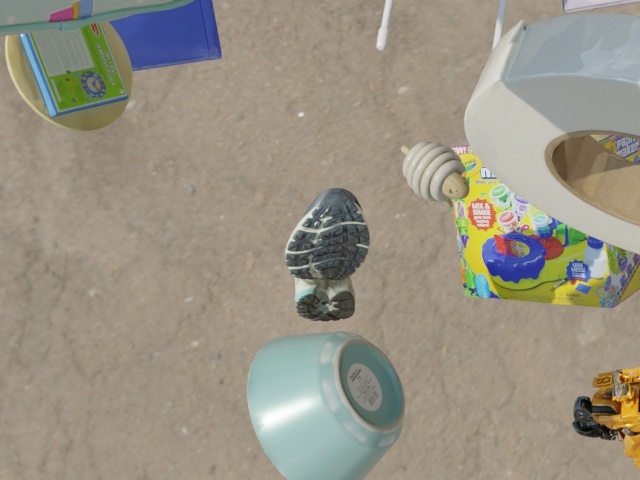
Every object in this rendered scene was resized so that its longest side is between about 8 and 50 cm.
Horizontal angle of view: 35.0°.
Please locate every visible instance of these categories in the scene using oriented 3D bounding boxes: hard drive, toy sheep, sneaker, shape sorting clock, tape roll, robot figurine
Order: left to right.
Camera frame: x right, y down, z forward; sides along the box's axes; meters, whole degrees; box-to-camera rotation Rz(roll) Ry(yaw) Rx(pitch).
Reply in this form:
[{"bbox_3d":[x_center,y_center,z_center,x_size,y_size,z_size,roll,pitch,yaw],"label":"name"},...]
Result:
[{"bbox_3d":[-0.365,-0.258,1.485,0.040,0.206,0.206,-17,97,48],"label":"shape sorting clock"},{"bbox_3d":[-0.371,-0.461,2.112,0.040,0.318,0.210,4,106,59],"label":"hard drive"},{"bbox_3d":[0.000,0.000,1.398,0.110,0.122,0.283,-1,148,-7],"label":"sneaker"},{"bbox_3d":[0.161,-0.099,1.453,0.132,0.091,0.091,35,118,35],"label":"toy sheep"},{"bbox_3d":[0.332,-0.083,1.005,0.392,0.392,0.072,19,75,20],"label":"tape roll"},{"bbox_3d":[0.477,0.254,1.390,0.211,0.085,0.291,-17,137,39],"label":"robot figurine"}]

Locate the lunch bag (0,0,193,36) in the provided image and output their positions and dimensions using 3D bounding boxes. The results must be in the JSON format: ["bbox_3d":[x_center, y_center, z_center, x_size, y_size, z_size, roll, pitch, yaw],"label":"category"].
[{"bbox_3d":[-0.174,-0.226,0.540,0.108,0.279,0.224,15,116,37],"label":"lunch bag"}]

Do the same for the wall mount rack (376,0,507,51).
[{"bbox_3d":[0.209,-0.446,1.737,0.350,0.304,0.130,10,139,-14],"label":"wall mount rack"}]

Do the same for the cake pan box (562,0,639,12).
[{"bbox_3d":[0.480,-0.342,1.266,0.246,0.267,0.070,13,115,60],"label":"cake pan box"}]

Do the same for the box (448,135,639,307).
[{"bbox_3d":[0.398,-0.049,1.765,0.290,0.177,0.279,2,107,42],"label":"box"}]

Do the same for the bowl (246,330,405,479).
[{"bbox_3d":[0.037,0.289,1.837,0.163,0.311,0.311,-32,89,34],"label":"bowl"}]
